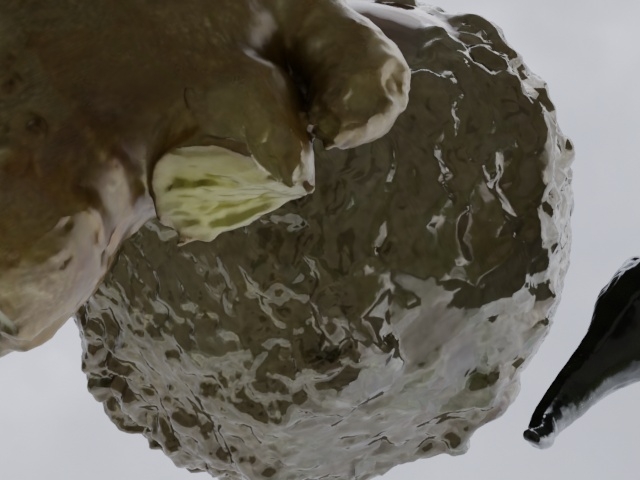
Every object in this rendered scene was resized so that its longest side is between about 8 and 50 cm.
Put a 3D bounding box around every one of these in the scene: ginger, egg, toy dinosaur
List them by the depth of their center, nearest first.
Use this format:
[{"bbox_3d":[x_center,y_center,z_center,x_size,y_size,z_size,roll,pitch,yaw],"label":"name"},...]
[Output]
[{"bbox_3d":[-0.087,-0.047,0.630,0.216,0.102,0.157,-26,-115,-13],"label":"ginger"},{"bbox_3d":[0.162,0.013,0.872,0.087,0.179,0.187,41,-72,37],"label":"toy dinosaur"},{"bbox_3d":[0.000,0.000,1.002,0.310,0.279,0.279,-45,-147,37],"label":"egg"}]
